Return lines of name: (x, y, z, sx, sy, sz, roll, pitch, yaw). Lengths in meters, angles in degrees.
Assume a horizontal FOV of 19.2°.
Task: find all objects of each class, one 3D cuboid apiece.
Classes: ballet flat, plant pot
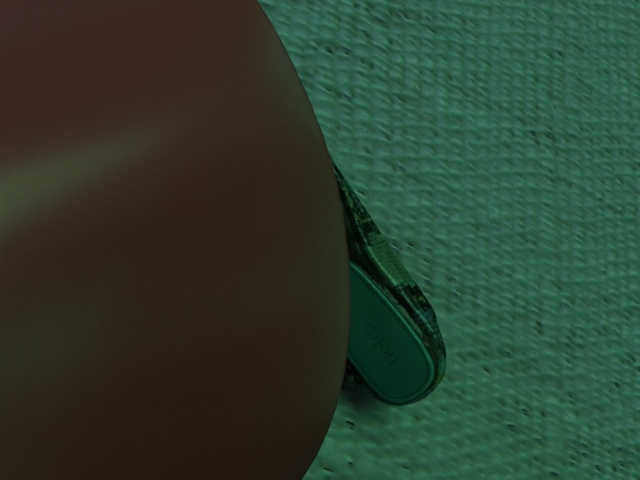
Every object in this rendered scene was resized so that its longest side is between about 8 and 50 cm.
ballet flat: (0.000, 0.000, 0.966, 0.188, 0.070, 0.070, 59, 41, -8)
plant pot: (-0.165, 0.022, 0.622, 0.243, 0.275, 0.275, -25, 89, -47)
